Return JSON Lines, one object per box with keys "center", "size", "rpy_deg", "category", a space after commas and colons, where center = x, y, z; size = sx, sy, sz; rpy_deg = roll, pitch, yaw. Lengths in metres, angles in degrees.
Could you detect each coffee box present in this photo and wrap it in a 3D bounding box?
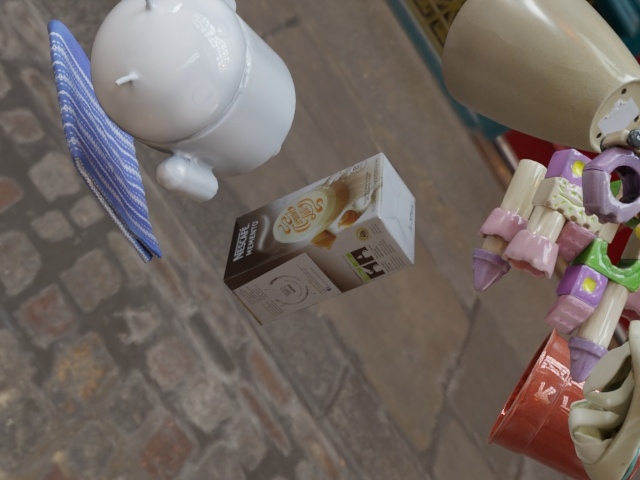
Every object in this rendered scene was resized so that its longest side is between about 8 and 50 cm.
{"center": [0.000, 0.000, 1.476], "size": [0.098, 0.246, 0.141], "rpy_deg": [51, 27, -31], "category": "coffee box"}

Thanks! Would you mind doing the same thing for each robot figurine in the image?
{"center": [-0.158, -0.198, 1.374], "size": [0.353, 0.199, 0.300], "rpy_deg": [33, 55, -68], "category": "robot figurine"}

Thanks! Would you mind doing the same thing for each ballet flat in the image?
{"center": [0.287, 0.163, 1.059], "size": [0.086, 0.248, 0.086], "rpy_deg": [7, 46, -7], "category": "ballet flat"}

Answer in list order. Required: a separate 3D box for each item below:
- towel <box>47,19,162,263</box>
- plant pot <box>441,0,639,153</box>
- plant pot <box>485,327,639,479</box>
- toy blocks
{"center": [-0.318, -0.152, 1.588], "size": [0.243, 0.040, 0.336], "rpy_deg": [61, 5, -47], "category": "towel"}
{"center": [0.372, -0.255, 1.673], "size": [0.256, 0.256, 0.274], "rpy_deg": [30, 12, -49], "category": "plant pot"}
{"center": [0.513, 0.356, 2.152], "size": [0.265, 0.272, 0.272], "rpy_deg": [30, 21, 9], "category": "plant pot"}
{"center": [0.358, 0.054, 1.344], "size": [0.288, 0.260, 0.309], "rpy_deg": [29, -11, -13], "category": "toy blocks"}
